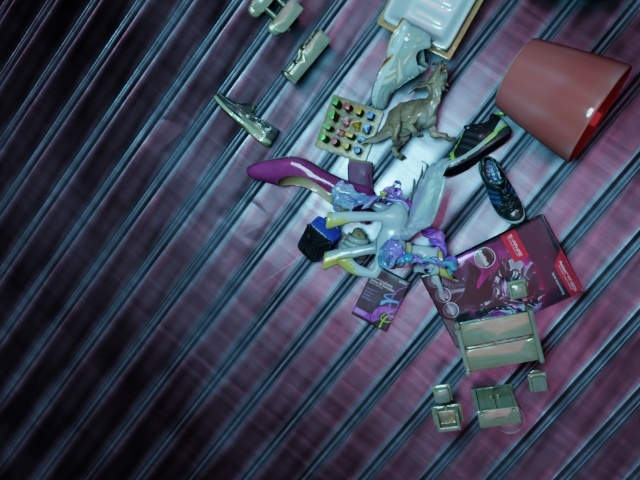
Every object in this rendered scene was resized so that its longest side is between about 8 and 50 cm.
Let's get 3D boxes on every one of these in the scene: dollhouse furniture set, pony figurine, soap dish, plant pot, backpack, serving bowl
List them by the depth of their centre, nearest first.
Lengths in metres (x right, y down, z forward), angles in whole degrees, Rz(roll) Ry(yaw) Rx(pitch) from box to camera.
[{"bbox_3d":[0.600,-0.373,1.506,0.243,0.275,0.275,36,98,19],"label":"plant pot"},{"bbox_3d":[0.200,-0.049,1.559,0.363,0.303,0.351,7,95,4],"label":"pony figurine"},{"bbox_3d":[0.419,0.293,1.579,0.303,0.174,0.356,-12,93,11],"label":"dollhouse furniture set"},{"bbox_3d":[0.325,-0.667,1.619,0.228,0.118,0.291,30,97,10],"label":"soap dish"},{"bbox_3d":[0.524,0.492,1.648,0.083,0.027,0.084,0,91,13],"label":"serving bowl"},{"bbox_3d":[-0.117,-0.587,1.672,0.242,0.212,0.161,39,98,-19],"label":"dollhouse furniture set"},{"bbox_3d":[0.000,0.000,1.715,0.098,0.101,0.120,43,131,12],"label":"backpack"}]

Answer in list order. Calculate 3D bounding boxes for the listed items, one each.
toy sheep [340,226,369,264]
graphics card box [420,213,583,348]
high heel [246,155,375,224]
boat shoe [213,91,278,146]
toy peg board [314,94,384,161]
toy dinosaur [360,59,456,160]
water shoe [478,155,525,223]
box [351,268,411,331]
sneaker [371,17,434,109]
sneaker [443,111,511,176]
[{"bbox_3d":[0.097,0.026,1.703,0.091,0.091,0.132,14,108,11],"label":"toy sheep"},{"bbox_3d":[0.486,0.112,1.616,0.370,0.094,0.233,-27,86,12],"label":"graphics card box"},{"bbox_3d":[-0.031,-0.140,1.696,0.376,0.127,0.182,1,81,9],"label":"high heel"},{"bbox_3d":[-0.219,-0.372,1.766,0.223,0.080,0.073,42,93,3],"label":"boat shoe"},{"bbox_3d":[0.077,-0.324,1.699,0.160,0.079,0.161,22,96,11],"label":"toy peg board"},{"bbox_3d":[0.251,-0.352,1.644,0.295,0.127,0.201,-20,69,31],"label":"toy dinosaur"},{"bbox_3d":[0.487,-0.135,1.610,0.072,0.080,0.203,-31,81,12],"label":"water shoe"},{"bbox_3d":[0.176,0.166,1.715,0.116,0.029,0.162,27,95,10],"label":"box"},{"bbox_3d":[0.222,-0.457,1.610,0.121,0.099,0.263,24,135,5],"label":"sneaker"},{"bbox_3d":[0.413,-0.267,1.639,0.234,0.084,0.097,-33,72,5],"label":"sneaker"}]
